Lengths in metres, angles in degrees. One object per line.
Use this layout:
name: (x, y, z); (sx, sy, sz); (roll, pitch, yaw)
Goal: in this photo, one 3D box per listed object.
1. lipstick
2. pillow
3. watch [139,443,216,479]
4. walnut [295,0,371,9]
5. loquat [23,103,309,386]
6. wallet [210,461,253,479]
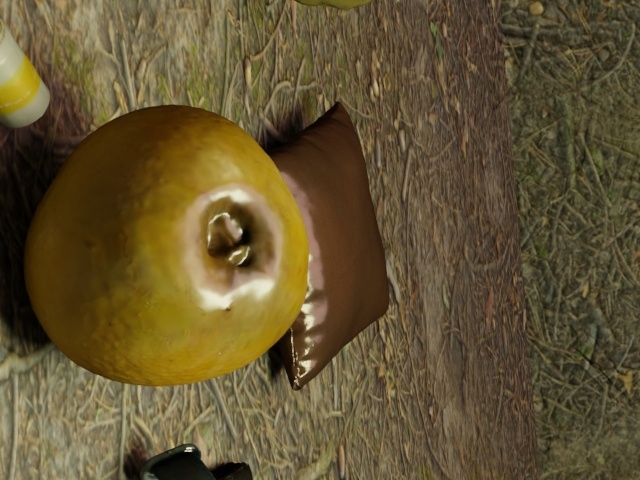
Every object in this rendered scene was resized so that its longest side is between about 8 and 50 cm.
lipstick: (-0.313, -0.196, 1.573); (0.264, 0.059, 0.059); (61, 31, -52)
pillow: (0.000, 0.000, 2.370); (0.305, 0.108, 0.307); (-37, 119, -62)
watch: (-0.121, 0.312, 1.890); (0.193, 0.068, 0.206); (12, -57, 70)
walnut: (0.021, -0.444, 2.289); (0.253, 0.282, 0.276); (25, 47, -22)
loquat: (-0.148, 0.006, 1.719); (0.275, 0.275, 0.274); (-4, 90, -71)
wallet: (-0.093, 0.416, 2.085); (0.172, 0.045, 0.318); (-3, 86, -78)
